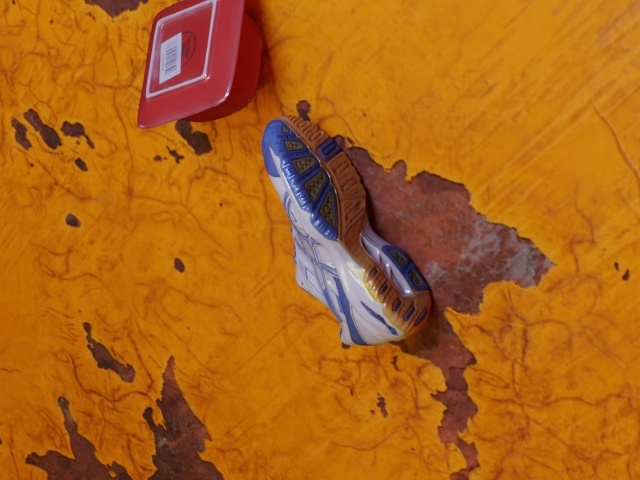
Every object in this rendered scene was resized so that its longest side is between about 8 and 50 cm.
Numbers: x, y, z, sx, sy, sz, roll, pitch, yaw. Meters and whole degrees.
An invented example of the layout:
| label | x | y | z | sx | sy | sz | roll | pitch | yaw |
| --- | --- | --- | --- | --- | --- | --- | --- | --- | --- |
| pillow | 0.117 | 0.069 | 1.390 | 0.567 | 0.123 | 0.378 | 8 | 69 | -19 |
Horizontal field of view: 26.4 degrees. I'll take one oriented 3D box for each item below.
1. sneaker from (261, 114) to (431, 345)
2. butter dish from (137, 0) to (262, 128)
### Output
| label | x | y | z | sx | sy | sz | roll | pitch | yaw |
| --- | --- | --- | --- | --- | --- | --- | --- | --- | --- |
| sneaker | 0.000 | 0.000 | 1.588 | 0.131 | 0.112 | 0.296 | -27 | 95 | 44 |
| butter dish | -0.120 | -0.198 | 1.576 | 0.160 | 0.118 | 0.160 | -12 | 64 | 40 |
